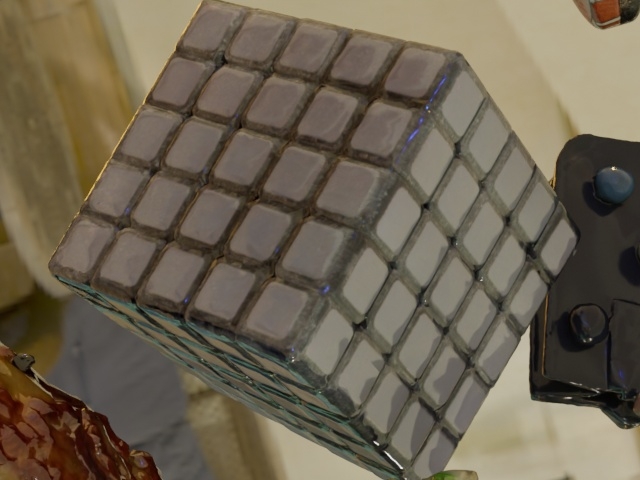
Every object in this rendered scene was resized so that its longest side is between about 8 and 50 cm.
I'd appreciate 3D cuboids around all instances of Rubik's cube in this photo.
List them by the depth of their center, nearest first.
[{"bbox_3d":[0.000,0.000,1.127,0.238,0.237,0.237,-60,140,-14],"label":"Rubik's cube"}]

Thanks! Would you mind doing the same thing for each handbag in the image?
[{"bbox_3d":[0.338,0.057,1.336,0.118,0.326,0.269,104,-8,-64],"label":"handbag"}]

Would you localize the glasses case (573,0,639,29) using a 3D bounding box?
[{"bbox_3d":[0.178,-0.249,1.085,0.266,0.067,0.103,67,5,-53],"label":"glasses case"}]

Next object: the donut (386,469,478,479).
[{"bbox_3d":[0.098,0.349,1.001,0.371,0.307,0.150,41,11,5],"label":"donut"}]

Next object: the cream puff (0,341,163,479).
[{"bbox_3d":[-0.254,0.206,0.967,0.228,0.350,0.350,-85,161,-56],"label":"cream puff"}]
